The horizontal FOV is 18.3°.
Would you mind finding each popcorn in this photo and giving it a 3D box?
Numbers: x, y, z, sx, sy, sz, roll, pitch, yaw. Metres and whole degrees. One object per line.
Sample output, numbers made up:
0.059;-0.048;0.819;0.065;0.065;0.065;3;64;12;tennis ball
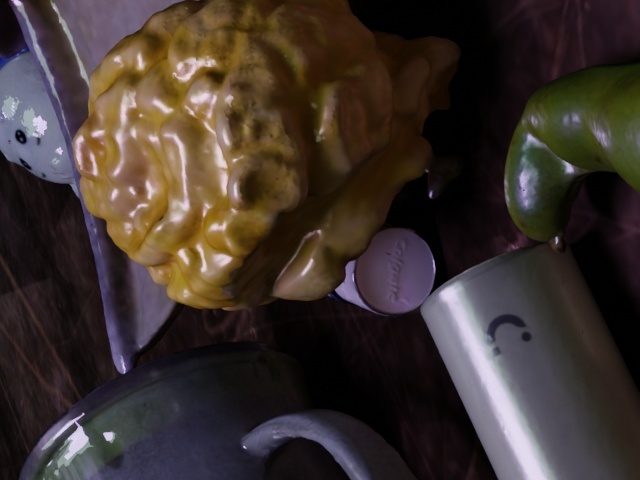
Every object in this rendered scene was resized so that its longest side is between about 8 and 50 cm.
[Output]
-0.024;-0.047;0.919;0.170;0.180;0.180;29;147;2;popcorn

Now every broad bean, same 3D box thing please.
0.127;-0.041;0.749;0.213;0.048;0.070;-24;82;66;broad bean

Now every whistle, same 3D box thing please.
-0.202;-0.119;1.340;0.244;0.092;0.110;54;160;33;whistle

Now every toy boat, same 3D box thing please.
-0.108;-0.123;1.115;0.293;0.111;0.276;58;144;24;toy boat

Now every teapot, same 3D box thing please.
-0.022;0.200;1.067;0.337;0.200;0.270;60;140;29;teapot

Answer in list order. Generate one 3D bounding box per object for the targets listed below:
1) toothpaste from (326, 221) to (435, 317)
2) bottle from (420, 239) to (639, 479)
0.000;0.000;1.059;0.193;0.045;0.071;-163;68;-67;toothpaste
0.115;0.103;0.842;0.201;0.072;0.072;65;155;15;bottle
